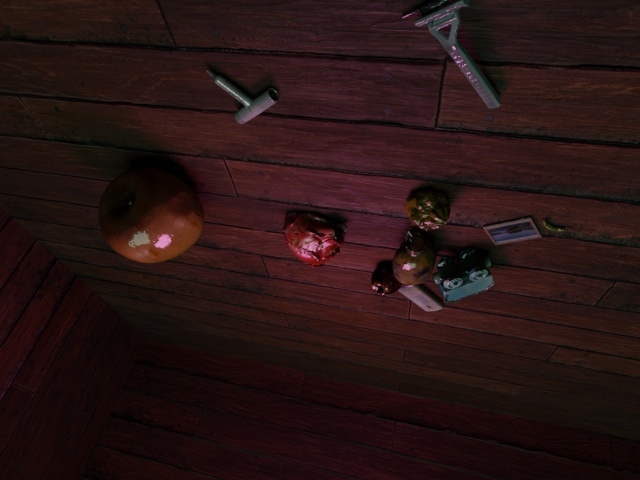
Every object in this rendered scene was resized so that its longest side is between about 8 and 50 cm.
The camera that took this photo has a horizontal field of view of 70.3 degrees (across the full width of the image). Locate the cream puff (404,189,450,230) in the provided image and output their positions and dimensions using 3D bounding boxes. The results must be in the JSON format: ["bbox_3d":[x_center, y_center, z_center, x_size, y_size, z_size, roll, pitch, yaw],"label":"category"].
[{"bbox_3d":[0.330,-0.081,1.397,0.146,0.116,0.146,8,147,5],"label":"cream puff"}]

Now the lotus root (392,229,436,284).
[{"bbox_3d":[0.328,0.060,1.582,0.154,0.154,0.278,9,147,12],"label":"lotus root"}]

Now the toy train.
[{"bbox_3d":[0.501,0.124,1.598,0.203,0.112,0.163,-20,139,10],"label":"toy train"}]

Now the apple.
[{"bbox_3d":[-0.588,-0.088,1.617,0.339,0.338,0.305,0,165,24],"label":"apple"}]

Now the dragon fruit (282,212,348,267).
[{"bbox_3d":[0.000,0.000,1.652,0.262,0.134,0.211,36,140,-30],"label":"dragon fruit"}]

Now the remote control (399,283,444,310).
[{"bbox_3d":[0.420,0.234,1.918,0.098,0.038,0.233,-19,135,43],"label":"remote control"}]

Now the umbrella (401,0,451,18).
[{"bbox_3d":[0.275,-0.486,0.874,0.269,0.044,0.044,-1,171,41],"label":"umbrella"}]

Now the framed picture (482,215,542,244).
[{"bbox_3d":[0.610,-0.029,1.447,0.149,0.011,0.109,-14,137,39],"label":"framed picture"}]

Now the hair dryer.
[{"bbox_3d":[-0.222,-0.406,1.208,0.155,0.044,0.183,-18,132,39],"label":"hair dryer"}]

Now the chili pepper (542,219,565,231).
[{"bbox_3d":[0.702,-0.045,1.377,0.083,0.017,0.030,18,148,-8],"label":"chili pepper"}]

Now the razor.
[{"bbox_3d":[0.318,-0.380,0.977,0.111,0.056,0.278,-3,147,46],"label":"razor"}]

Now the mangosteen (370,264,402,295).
[{"bbox_3d":[0.254,0.162,1.786,0.140,0.140,0.140,11,148,7],"label":"mangosteen"}]
